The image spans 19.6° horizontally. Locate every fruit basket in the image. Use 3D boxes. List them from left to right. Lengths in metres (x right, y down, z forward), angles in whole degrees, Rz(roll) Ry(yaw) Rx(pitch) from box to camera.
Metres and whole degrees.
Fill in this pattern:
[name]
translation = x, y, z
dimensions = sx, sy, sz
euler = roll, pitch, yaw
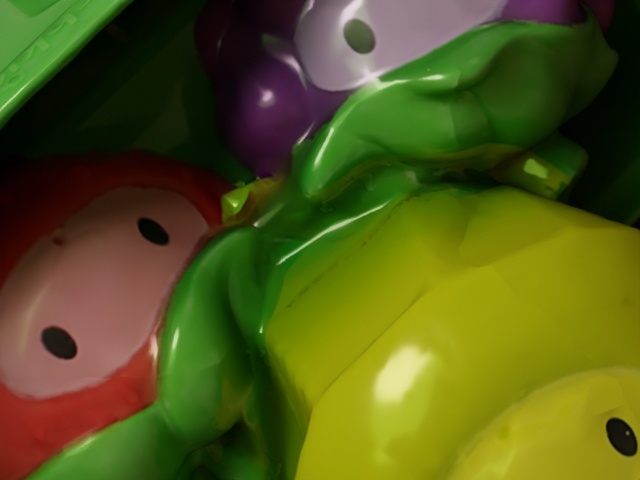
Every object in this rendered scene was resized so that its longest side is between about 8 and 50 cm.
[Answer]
[fruit basket]
translation = 0.010, 0.016, 0.673
dimensions = 0.392, 0.283, 0.392
euler = -22, 44, 22
